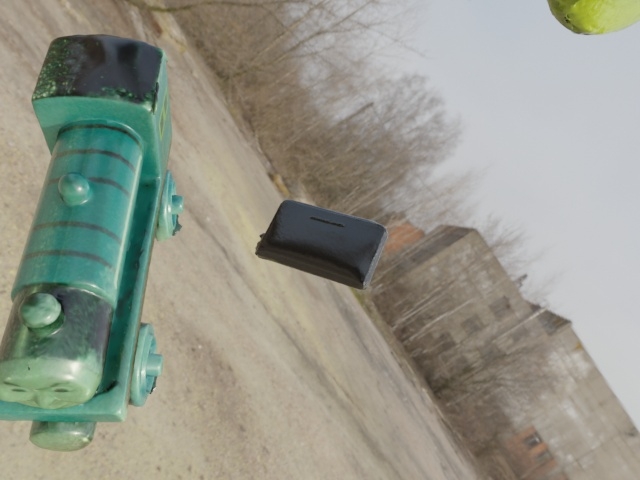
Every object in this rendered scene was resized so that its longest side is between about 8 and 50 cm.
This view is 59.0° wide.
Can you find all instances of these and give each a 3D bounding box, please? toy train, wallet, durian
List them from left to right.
[{"bbox_3d":[-0.180,0.000,0.448,0.194,0.119,0.298,107,-16,-56],"label":"toy train"},{"bbox_3d":[0.000,0.000,1.114,0.250,0.149,0.044,18,-24,21],"label":"wallet"},{"bbox_3d":[0.383,-0.351,0.765,0.139,0.250,0.101,-46,-129,51],"label":"durian"}]
